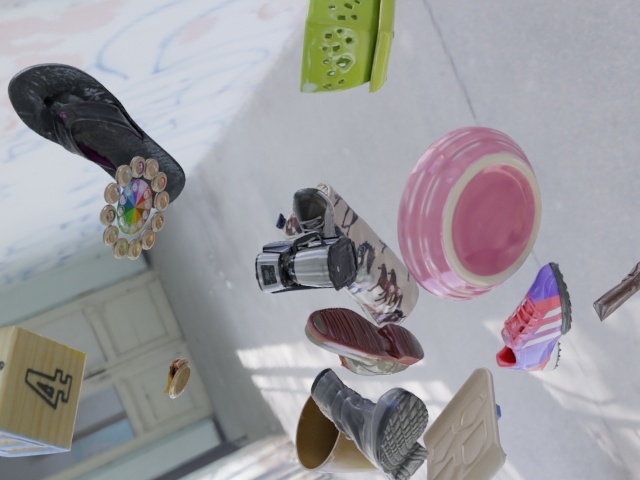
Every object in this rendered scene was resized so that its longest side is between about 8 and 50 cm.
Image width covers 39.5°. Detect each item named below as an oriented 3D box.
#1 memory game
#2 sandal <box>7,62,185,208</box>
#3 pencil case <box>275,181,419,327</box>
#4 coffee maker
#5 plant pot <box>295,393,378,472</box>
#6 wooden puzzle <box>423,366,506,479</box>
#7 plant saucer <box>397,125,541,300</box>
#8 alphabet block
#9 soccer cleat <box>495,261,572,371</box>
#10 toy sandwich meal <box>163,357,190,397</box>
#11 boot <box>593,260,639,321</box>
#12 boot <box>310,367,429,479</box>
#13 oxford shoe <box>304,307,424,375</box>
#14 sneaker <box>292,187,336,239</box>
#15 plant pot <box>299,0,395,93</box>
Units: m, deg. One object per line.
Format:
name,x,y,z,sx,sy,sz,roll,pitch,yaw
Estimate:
memory game,-0.319,-0.055,1.549,0.012,0.186,0.186,13,132,24
sandal,-0.458,-0.222,1.916,0.445,0.168,0.107,37,-177,-34
pencil case,0.076,0.054,2.155,0.410,0.183,0.160,46,164,-29
coffee maker,-0.022,0.054,1.823,0.171,0.178,0.120,22,-114,-61
plant pot,0.099,0.532,2.415,0.237,0.254,0.237,-45,34,42
wooden puzzle,0.383,0.549,2.329,0.322,0.080,0.348,-59,13,27
plant saucer,0.295,-0.044,1.655,0.084,0.332,0.332,19,129,54
alphabet block,-0.592,0.295,1.710,0.193,0.192,0.197,37,-132,-50
soccer cleat,0.409,0.160,1.722,0.318,0.116,0.109,82,-179,-53
toy sandwich meal,-0.298,0.285,1.844,0.029,0.086,0.086,21,143,15
boot,0.436,0.079,1.290,0.037,0.114,0.106,43,172,28
boot,0.067,0.297,1.536,0.222,0.118,0.338,38,157,25
oxford shoe,0.078,0.240,1.926,0.130,0.348,0.123,-44,47,25
sneaker,0.000,0.000,1.909,0.229,0.086,0.132,68,-167,-48
plant pot,0.066,-0.492,2.112,0.228,0.207,0.227,96,-179,-52
